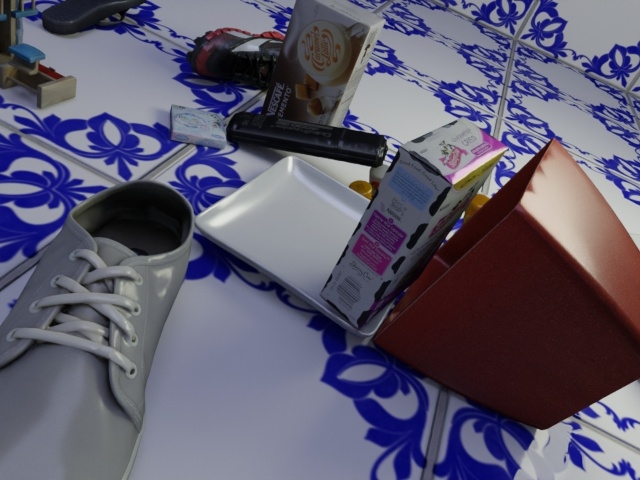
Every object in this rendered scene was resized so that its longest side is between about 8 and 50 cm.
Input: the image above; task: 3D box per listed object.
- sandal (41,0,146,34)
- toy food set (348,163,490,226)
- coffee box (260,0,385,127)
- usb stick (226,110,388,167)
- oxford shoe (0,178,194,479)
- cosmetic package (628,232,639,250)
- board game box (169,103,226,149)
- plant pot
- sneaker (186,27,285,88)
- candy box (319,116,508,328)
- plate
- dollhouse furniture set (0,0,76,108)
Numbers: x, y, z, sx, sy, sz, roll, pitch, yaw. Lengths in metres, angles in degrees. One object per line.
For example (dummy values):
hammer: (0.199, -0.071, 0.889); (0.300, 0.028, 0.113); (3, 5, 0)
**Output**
sandal: (-0.459, -0.466, 1.163); (0.097, 0.054, 0.254); (26, 45, 15)
toy food set: (0.165, -0.059, 0.982); (0.233, 0.104, 0.111); (4, 48, 7)
coffee box: (-0.002, -0.311, 1.048); (0.141, 0.246, 0.098); (30, 35, 6)
usb stick: (-0.022, -0.175, 0.985); (0.278, 0.045, 0.077); (12, 43, 8)
oxford shoe: (-0.220, 0.085, 0.528); (0.169, 0.130, 0.449); (19, 37, -9)
cosmetic package: (0.607, 0.140, 0.952); (0.285, 0.097, 0.377); (7, 39, -25)
board game box: (-0.210, -0.194, 0.976); (0.090, 0.020, 0.090); (8, 38, -22)
plant pot: (0.273, 0.071, 0.731); (0.236, 0.267, 0.267); (42, 38, 5)
sneaker: (-0.137, -0.368, 1.170); (0.135, 0.097, 0.276); (41, 38, 26)
candy box: (0.108, -0.020, 0.680); (0.071, 0.233, 0.159); (40, 41, 17)
plate: (0.000, 0.000, 0.827); (0.277, 0.045, 0.278); (33, 37, 10)
dollhouse furniture set: (-0.462, -0.320, 0.899); (0.184, 0.129, 0.129); (29, 36, 8)
